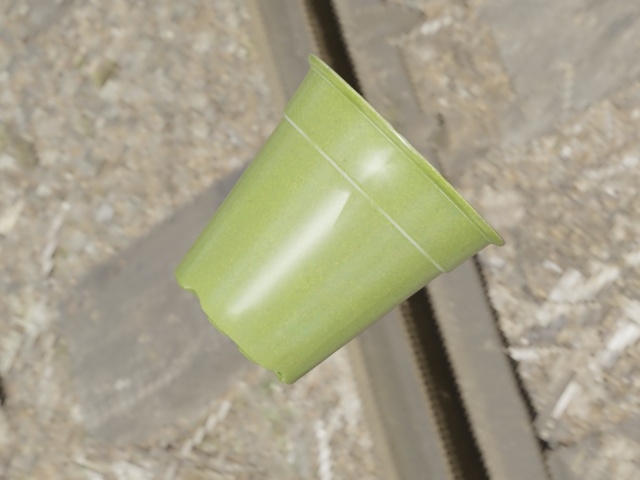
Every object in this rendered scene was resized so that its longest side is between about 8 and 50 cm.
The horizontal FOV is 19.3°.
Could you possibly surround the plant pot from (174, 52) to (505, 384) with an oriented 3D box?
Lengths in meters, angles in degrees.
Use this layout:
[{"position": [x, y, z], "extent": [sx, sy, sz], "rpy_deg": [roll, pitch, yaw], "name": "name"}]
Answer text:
[{"position": [0.000, 0.000, 0.576], "extent": [0.079, 0.083, 0.083], "rpy_deg": [-47, 46, 2], "name": "plant pot"}]
